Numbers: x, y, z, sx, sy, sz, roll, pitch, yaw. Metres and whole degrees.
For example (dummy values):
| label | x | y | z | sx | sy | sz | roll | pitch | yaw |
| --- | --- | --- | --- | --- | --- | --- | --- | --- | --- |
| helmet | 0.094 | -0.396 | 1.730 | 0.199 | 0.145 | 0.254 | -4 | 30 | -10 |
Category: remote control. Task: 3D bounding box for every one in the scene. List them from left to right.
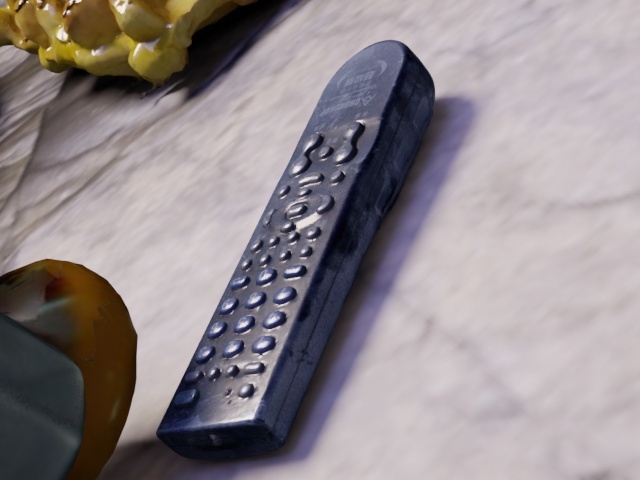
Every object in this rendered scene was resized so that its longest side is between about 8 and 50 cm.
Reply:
| label | x | y | z | sx | sy | sz | roll | pitch | yaw |
| --- | --- | --- | --- | --- | --- | --- | --- | --- | --- |
| remote control | -0.001 | -0.001 | 0.486 | 0.044 | 0.027 | 0.152 | -6 | 44 | 39 |

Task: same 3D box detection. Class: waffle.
| label | x | y | z | sx | sy | sz | roll | pitch | yaw |
| --- | --- | --- | --- | --- | --- | --- | --- | --- | --- |
| waffle | -0.022 | -0.176 | 0.735 | 0.301 | 0.058 | 0.281 | -20 | 34 | 32 |

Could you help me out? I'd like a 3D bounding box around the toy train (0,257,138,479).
| label | x | y | z | sx | sy | sz | roll | pitch | yaw |
| --- | --- | --- | --- | --- | --- | --- | --- | --- | --- |
| toy train | -0.195 | 0.063 | 0.455 | 0.369 | 0.163 | 0.231 | 23 | 78 | 49 |
